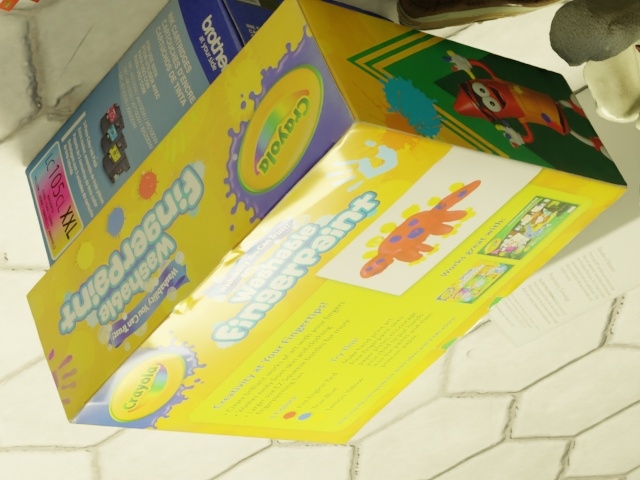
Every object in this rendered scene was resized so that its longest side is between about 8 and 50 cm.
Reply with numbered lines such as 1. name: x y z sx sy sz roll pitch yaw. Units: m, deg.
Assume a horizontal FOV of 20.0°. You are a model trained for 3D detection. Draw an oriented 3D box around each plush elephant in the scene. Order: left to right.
1. plush elephant: 0.382 -0.148 1.834 0.330 0.272 0.255 -50 156 -44

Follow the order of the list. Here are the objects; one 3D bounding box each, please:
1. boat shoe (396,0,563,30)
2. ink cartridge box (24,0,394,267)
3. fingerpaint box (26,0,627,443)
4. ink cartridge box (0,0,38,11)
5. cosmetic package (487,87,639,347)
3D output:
1. boat shoe: 0.169 -0.250 1.844 0.190 0.068 0.072 -7 159 -7
2. ink cartridge box: -0.074 -0.114 1.811 0.270 0.151 0.395 12 134 -43
3. fingerpaint box: 0.000 0.000 1.730 0.371 0.163 0.445 9 136 -43
4. ink cartridge box: -0.277 -0.236 1.606 0.115 0.029 0.063 14 133 -44
5. cosmetic package: 0.330 -0.056 2.104 0.365 0.197 0.155 -30 147 10
